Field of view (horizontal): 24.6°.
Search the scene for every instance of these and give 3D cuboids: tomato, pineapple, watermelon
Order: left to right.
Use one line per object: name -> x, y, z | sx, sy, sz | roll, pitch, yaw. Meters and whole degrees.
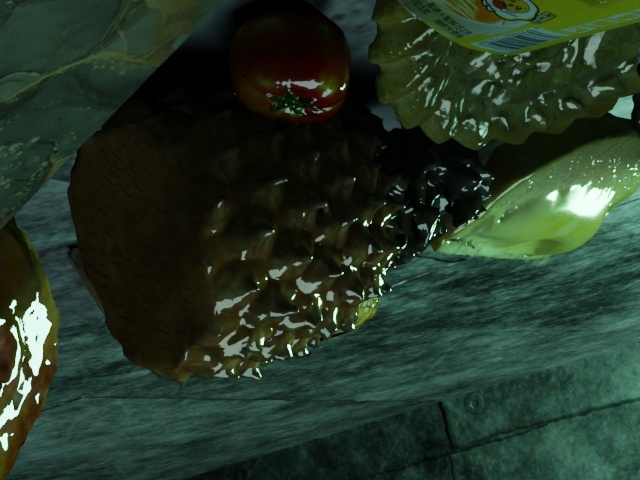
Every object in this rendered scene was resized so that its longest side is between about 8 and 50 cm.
watermelon -> -0.205, 0.031, 1.474 | 0.101, 0.080, 0.155 | -46, 175, -22
tomato -> -0.020, -0.121, 0.987 | 0.087, 0.075, 0.087 | 1, 159, 0
pineapple -> 0.001, -0.030, 1.124 | 0.357, 0.223, 0.223 | -18, 171, -36

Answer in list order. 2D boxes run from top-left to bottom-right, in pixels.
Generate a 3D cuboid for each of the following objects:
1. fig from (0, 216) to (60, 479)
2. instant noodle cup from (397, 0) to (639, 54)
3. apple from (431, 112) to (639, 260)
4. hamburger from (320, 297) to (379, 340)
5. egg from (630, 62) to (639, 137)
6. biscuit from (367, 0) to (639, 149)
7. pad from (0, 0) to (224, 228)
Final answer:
fig -> -0.387, 0.057, 1.102 | 0.368, 0.286, 0.286 | 14, 180, 28
instant noodle cup -> 0.115, -0.176, 0.662 | 0.205, 0.205, 0.153 | -3, 169, -35
apple -> 0.201, -0.068, 1.311 | 0.193, 0.120, 0.265 | -35, 161, 25
hamburger -> -0.046, 0.077, 1.677 | 0.231, 0.107, 0.231 | -19, 170, -4
egg -> 0.391, -0.084, 0.972 | 0.337, 0.201, 0.337 | -2, 126, -3
biscuit -> 0.118, -0.134, 0.909 | 0.187, 0.036, 0.273 | -27, 148, 0
pad -> -0.216, -0.068, 0.606 | 0.247, 0.007, 0.367 | -42, 156, 20
